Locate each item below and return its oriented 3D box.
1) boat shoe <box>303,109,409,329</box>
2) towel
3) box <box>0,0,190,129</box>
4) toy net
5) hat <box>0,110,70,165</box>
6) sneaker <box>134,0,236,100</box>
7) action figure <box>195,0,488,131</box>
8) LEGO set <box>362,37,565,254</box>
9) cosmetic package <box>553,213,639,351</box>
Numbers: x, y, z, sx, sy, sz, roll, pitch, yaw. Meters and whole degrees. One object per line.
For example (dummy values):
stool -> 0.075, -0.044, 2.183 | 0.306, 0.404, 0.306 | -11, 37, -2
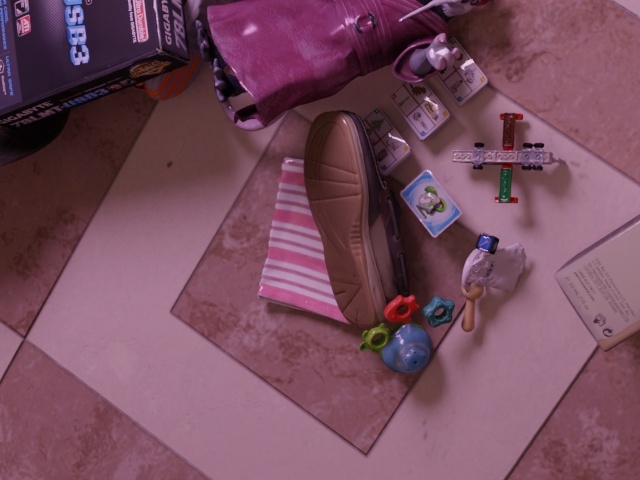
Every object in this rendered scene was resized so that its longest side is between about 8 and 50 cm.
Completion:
boat shoe -> 0.053, -0.032, 1.863 | 0.103, 0.092, 0.285 | 8, 116, 48
towel -> 0.000, 0.000, 1.947 | 0.144, 0.029, 0.197 | 14, 102, 16
box -> -0.313, -0.321, 1.892 | 0.293, 0.073, 0.295 | -16, 74, 30
toy net -> 0.154, 0.072, 1.874 | 0.232, 0.045, 0.122 | -44, 122, 8
hat -> -0.507, -0.192, 2.030 | 0.331, 0.331, 0.134 | 41, 148, 10
sneaker -> -0.190, -0.356, 1.918 | 0.180, 0.124, 0.321 | 37, 98, 21
action figure -> 0.046, -0.238, 1.822 | 0.370, 0.275, 0.248 | -17, 67, -4
LEGO set -> 0.178, -0.104, 1.865 | 0.182, 0.060, 0.244 | -42, 69, 15
cosmetic package -> 0.436, -0.007, 1.724 | 0.309, 0.160, 0.113 | -34, 86, 21
